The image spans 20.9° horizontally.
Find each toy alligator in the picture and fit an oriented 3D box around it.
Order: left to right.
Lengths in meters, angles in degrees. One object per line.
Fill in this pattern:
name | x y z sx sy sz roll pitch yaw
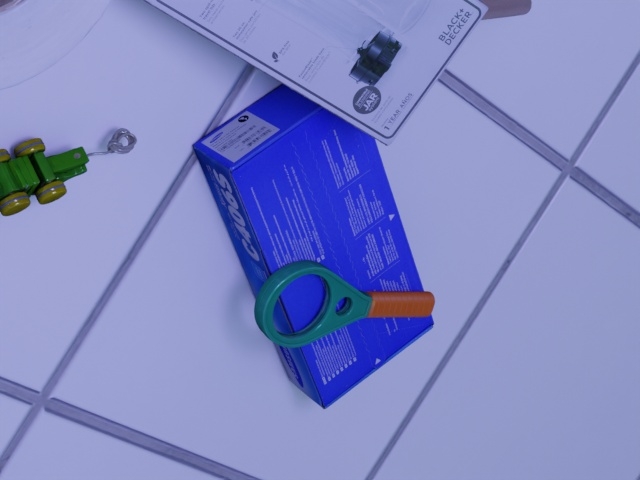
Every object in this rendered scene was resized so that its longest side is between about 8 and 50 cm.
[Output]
toy alligator | -0.256 -0.061 1.596 0.190 0.056 0.051 -21 171 -37

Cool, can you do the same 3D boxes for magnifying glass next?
magnifying glass | 0.028 0.066 1.811 0.231 0.026 0.092 3 112 -38

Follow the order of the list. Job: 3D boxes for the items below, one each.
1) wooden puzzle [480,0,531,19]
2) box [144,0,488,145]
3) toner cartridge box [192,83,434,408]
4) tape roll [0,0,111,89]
wooden puzzle | 0.140 -0.342 1.765 0.221 0.044 0.238 -11 116 -34
box | -0.011 -0.232 1.595 0.290 0.087 0.169 28 105 -28
toner cartridge box | 0.000 0.000 1.818 0.165 0.075 0.348 -35 131 -18
tape roll | -0.295 -0.266 1.407 0.286 0.100 0.286 -19 125 -30
